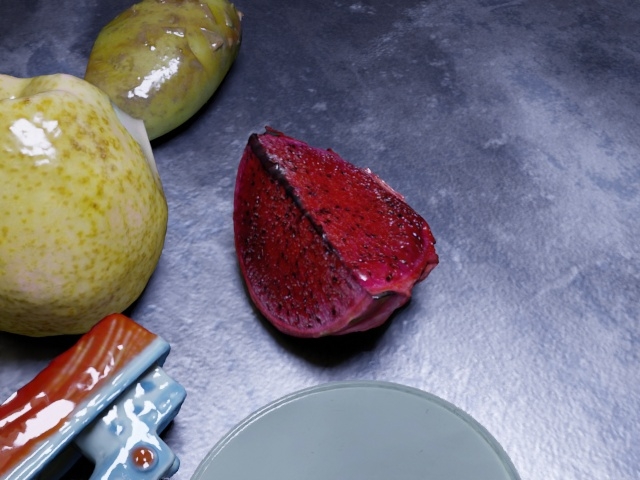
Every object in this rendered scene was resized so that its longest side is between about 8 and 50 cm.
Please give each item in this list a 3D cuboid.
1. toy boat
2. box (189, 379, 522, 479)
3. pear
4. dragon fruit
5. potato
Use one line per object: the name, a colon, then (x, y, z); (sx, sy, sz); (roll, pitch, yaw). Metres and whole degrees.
toy boat: (-0.232, 0.216, 0.524); (0.133, 0.145, 0.332); (42, 55, 4)
box: (0.026, 0.230, 0.457); (0.226, 0.149, 0.226); (-7, 35, 5)
pear: (-0.281, -0.038, 0.668); (0.271, 0.271, 0.271); (-1, 49, 1)
dragon fruit: (0.000, 0.000, 0.704); (0.189, 0.163, 0.262); (-41, 57, 11)
potato: (-0.219, -0.244, 0.916); (0.176, 0.141, 0.298); (13, 50, 24)
